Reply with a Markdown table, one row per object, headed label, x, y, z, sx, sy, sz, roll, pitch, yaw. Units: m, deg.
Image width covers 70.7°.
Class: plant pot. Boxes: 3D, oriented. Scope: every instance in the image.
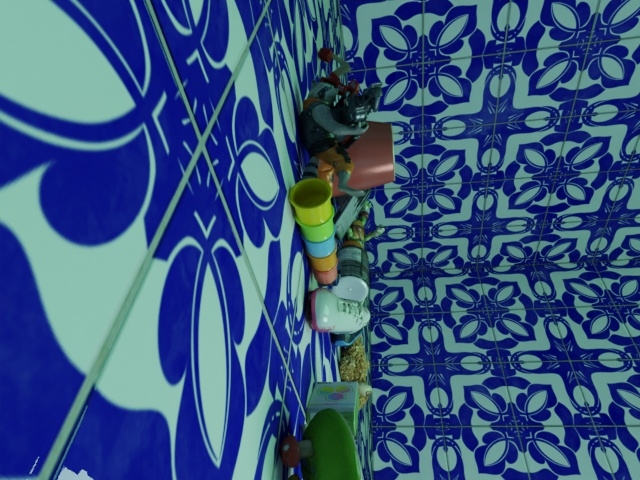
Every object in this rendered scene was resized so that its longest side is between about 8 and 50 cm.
| label | x | y | z | sx | sy | sz | roll | pitch | yaw |
| --- | --- | --- | --- | --- | --- | --- | --- | --- | --- |
| plant pot | 0.124 | -0.286 | 1.522 | 0.275 | 0.243 | 0.274 | -4 | 90 | -82 |

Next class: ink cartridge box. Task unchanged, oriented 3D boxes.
| label | x | y | z | sx | sy | sz | roll | pitch | yaw |
| --- | --- | --- | --- | --- | --- | --- | --- | --- | --- |
| ink cartridge box | 0.037 | 0.391 | 1.096 | 0.209 | 0.109 | 0.062 | -42 | 129 | -79 |

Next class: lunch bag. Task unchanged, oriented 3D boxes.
| label | x | y | z | sx | sy | sz | roll | pitch | yaw |
| --- | --- | --- | --- | --- | --- | --- | --- | --- | --- |
| lunch bag | 0.028 | 0.096 | 1.306 | 0.098 | 0.065 | 0.067 | -54 | 140 | -77 |

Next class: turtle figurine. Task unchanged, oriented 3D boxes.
| label | x | y | z | sx | sy | sz | roll | pitch | yaw |
| --- | --- | --- | --- | --- | --- | --- | --- | --- | --- |
| turtle figurine | 0.189 | -0.101 | 2.036 | 0.274 | 0.198 | 0.266 | 82 | 5 | -49 |

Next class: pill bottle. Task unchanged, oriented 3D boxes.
| label | x | y | z | sx | sy | sz | roll | pitch | yaw |
| --- | --- | --- | --- | --- | --- | --- | --- | --- | --- |
| pill bottle | 0.110 | 0.103 | 1.631 | 0.245 | 0.131 | 0.130 | -80 | 164 | -55 |

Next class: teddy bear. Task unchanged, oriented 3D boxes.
| label | x | y | z | sx | sy | sz | roll | pitch | yaw |
| --- | --- | --- | --- | --- | --- | --- | --- | --- | --- |
| teddy bear | 0.134 | 0.466 | 1.712 | 0.337 | 0.113 | 0.245 | -85 | 166 | -45 |

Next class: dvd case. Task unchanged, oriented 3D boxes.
| label | x | y | z | sx | sy | sz | roll | pitch | yaw |
| --- | --- | --- | --- | --- | --- | --- | --- | --- | --- |
| dvd case | 0.115 | -0.125 | 1.698 | 0.238 | 0.030 | 0.179 | -57 | 163 | -9 |

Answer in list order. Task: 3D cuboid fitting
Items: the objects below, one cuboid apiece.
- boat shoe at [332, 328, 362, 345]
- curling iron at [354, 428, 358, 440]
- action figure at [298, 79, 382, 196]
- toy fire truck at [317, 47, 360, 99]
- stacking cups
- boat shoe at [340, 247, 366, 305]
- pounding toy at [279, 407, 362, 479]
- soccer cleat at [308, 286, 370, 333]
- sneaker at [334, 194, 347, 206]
| label | x | y | z | sx | sy | sz | roll | pitch | yaw |
| --- | --- | --- | --- | --- | --- | --- | --- | --- | --- |
| boat shoe | 0.099 | 0.292 | 1.574 | 0.258 | 0.109 | 0.088 | -27 | 110 | -83 |
| curling iron | 0.137 | 0.690 | 1.854 | 0.068 | 0.035 | 0.273 | 9 | -78 | 61 |
| action figure | 0.024 | -0.251 | 1.102 | 0.341 | 0.179 | 0.330 | 134 | -49 | -68 |
| toy fire truck | 0.063 | -0.589 | 1.600 | 0.135 | 0.192 | 0.047 | -65 | 169 | -1 |
| stacking cups | 0.000 | 0.000 | 1.081 | 0.316 | 0.096 | 0.096 | 78 | 12 | -48 |
| boat shoe | 0.135 | 0.163 | 1.783 | 0.340 | 0.127 | 0.113 | -98 | 164 | -48 |
| pounding toy | -0.026 | 0.405 | 0.798 | 0.237 | 0.110 | 0.182 | 125 | -41 | -54 |
| soccer cleat | 0.056 | 0.187 | 1.195 | 0.331 | 0.143 | 0.115 | 54 | 33 | -74 |
| sneaker | 0.106 | -0.227 | 1.837 | 0.153 | 0.101 | 0.268 | 69 | 19 | -61 |
